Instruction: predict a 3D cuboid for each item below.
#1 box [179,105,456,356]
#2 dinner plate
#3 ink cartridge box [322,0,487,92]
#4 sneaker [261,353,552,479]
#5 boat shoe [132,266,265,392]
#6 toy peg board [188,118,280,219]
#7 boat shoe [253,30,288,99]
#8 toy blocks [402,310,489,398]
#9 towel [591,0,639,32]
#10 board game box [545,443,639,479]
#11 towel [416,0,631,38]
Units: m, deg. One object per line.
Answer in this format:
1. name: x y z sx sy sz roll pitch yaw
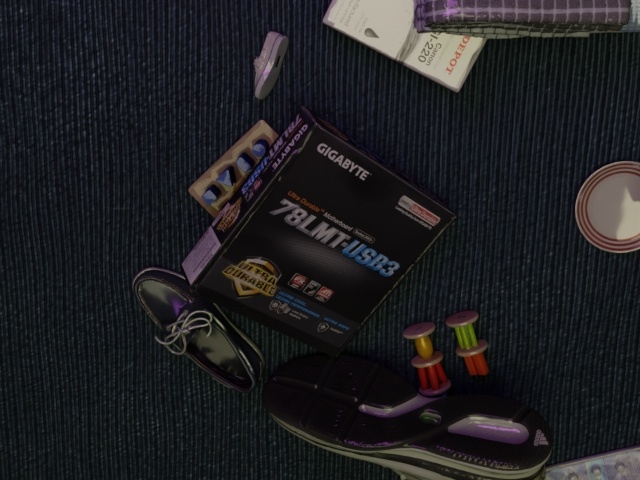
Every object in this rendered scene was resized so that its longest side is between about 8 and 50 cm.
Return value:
1. box: 0.000 0.000 1.353 0.295 0.073 0.293 30 108 -36
2. dinner plate: 0.451 -0.051 1.406 0.141 0.017 0.141 1 105 4
3. ink cartridge box: 0.132 -0.325 1.310 0.218 0.092 0.158 26 105 -6
4. sneaker: 0.122 0.342 1.454 0.447 0.169 0.257 12 133 21
5. boat shoe: -0.193 0.143 1.462 0.095 0.079 0.254 -41 99 13
6. toy peg board: -0.091 -0.066 1.400 0.161 0.079 0.160 -42 99 12
7. boat shoe: -0.080 -0.257 1.374 0.035 0.035 0.100 30 111 23
8. toy blocks: 0.206 0.195 1.467 0.123 0.054 0.148 -15 104 8
9. towel: 0.479 -0.396 1.302 0.285 0.034 0.209 -2 106 3
10. board game box: 0.492 0.535 1.547 0.390 0.050 0.390 -15 104 7
11. towel: 0.265 -0.381 1.198 0.284 0.121 0.235 -2 91 -5
